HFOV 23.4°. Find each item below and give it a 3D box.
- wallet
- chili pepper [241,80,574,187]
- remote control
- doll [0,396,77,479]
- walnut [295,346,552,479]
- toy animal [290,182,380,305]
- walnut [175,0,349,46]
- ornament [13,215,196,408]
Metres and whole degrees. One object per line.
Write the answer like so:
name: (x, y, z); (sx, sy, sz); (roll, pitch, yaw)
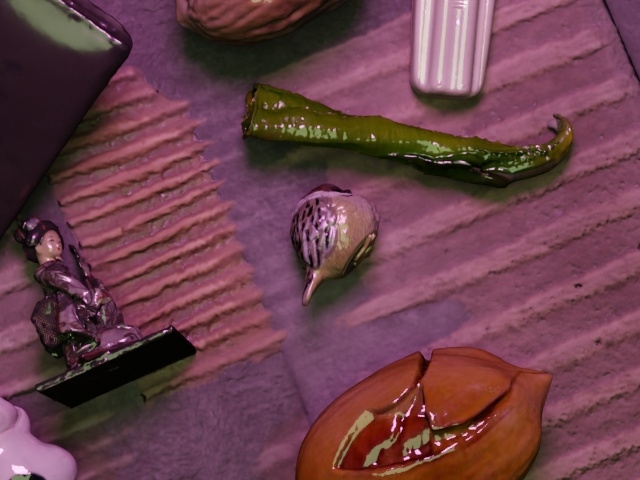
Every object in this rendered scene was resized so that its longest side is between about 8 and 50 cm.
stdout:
wallet: (-0.368, -0.114, 1.589); (0.197, 0.051, 0.377); (34, 110, -8)
chili pepper: (0.093, -0.112, 1.664); (0.359, 0.085, 0.076); (7, 130, -8)
remote control: (0.146, -0.269, 1.668); (0.090, 0.049, 0.230); (4, 90, -5)
doll: (-0.345, 0.228, 1.636); (0.181, 0.107, 0.110); (46, 111, 3)
walnut: (0.112, 0.216, 1.617); (0.297, 0.203, 0.203); (-31, 93, -3)
toy animal: (0.000, 0.000, 1.646); (0.098, 0.098, 0.137); (45, 71, -3)
walnut: (-0.053, -0.291, 1.599); (0.230, 0.178, 0.178); (-34, 93, 0)
ornament: (-0.249, 0.053, 1.628); (0.153, 0.166, 0.196); (-26, 78, -3)
